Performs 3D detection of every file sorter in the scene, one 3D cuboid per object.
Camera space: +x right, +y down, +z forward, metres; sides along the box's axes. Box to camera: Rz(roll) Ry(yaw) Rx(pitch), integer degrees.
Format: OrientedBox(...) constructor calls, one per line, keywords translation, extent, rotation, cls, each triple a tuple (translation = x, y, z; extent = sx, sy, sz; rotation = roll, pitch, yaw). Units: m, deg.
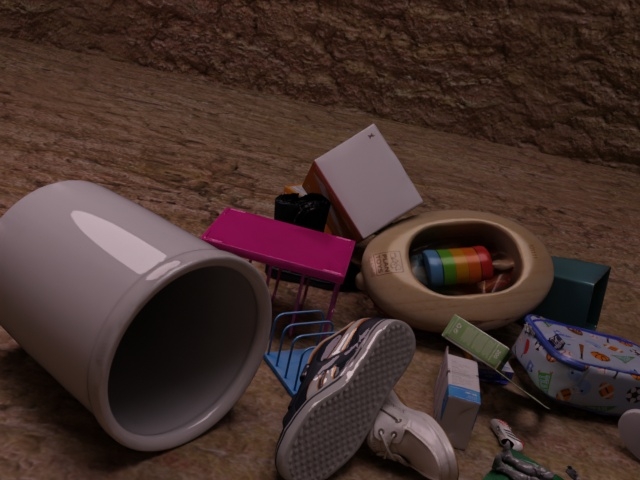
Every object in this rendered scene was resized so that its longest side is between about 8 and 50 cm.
OrientedBox(translation=(-0.098, 0.077, 1.610), extent=(0.291, 0.182, 0.202), rotation=(15, 22, 3), cls="file sorter")
OrientedBox(translation=(-0.012, 0.216, 1.432), extent=(0.118, 0.104, 0.170), rotation=(-2, 27, -30), cls="file sorter")

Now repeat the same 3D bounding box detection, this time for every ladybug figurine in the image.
OrientedBox(translation=(0.295, 0.083, 1.742), extent=(0.450, 0.162, 0.305), rotation=(-1, 57, -8), cls="ladybug figurine")

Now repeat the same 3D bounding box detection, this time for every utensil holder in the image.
OrientedBox(translation=(-0.324, 0.101, 1.264), extent=(0.385, 0.327, 0.328), rotation=(28, 27, 36), cls="utensil holder")

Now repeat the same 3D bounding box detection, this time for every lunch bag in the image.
OrientedBox(translation=(0.554, 0.253, 1.599), extent=(0.303, 0.115, 0.243), rotation=(16, 18, -9), cls="lunch bag")

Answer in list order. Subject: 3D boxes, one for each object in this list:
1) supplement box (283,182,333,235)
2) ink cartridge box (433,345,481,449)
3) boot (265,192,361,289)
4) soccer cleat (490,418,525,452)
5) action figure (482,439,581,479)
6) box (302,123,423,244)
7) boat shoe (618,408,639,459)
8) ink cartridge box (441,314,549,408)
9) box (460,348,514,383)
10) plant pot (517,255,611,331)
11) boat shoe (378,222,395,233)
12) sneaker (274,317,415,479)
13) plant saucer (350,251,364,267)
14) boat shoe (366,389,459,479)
OrientedBox(translation=(-0.011, -0.082, 2.162), extent=(0.080, 0.078, 0.233), rotation=(-10, 31, -37), cls="supplement box")
OrientedBox(translation=(0.248, 0.282, 1.411), extent=(0.060, 0.104, 0.180), rotation=(14, 23, 3), cls="ink cartridge box")
OrientedBox(translation=(0.000, 0.000, 1.809), extent=(0.247, 0.207, 0.094), rotation=(10, 23, -8), cls="boot")
OrientedBox(translation=(0.331, 0.352, 1.392), extent=(0.036, 0.029, 0.083), rotation=(1, 30, -35), cls="soccer cleat")
OrientedBox(translation=(0.392, 0.411, 1.251), extent=(0.232, 0.063, 0.137), rotation=(26, 25, 24), cls="action figure")
OrientedBox(translation=(0.091, -0.116, 1.887), extent=(0.168, 0.215, 0.345), rotation=(-32, -2, -8), cls="box")
OrientedBox(translation=(0.679, 0.387, 1.408), extent=(0.268, 0.096, 0.088), rotation=(25, 22, 24), cls="boat shoe")
OrientedBox(translation=(0.353, 0.235, 1.494), extent=(0.235, 0.056, 0.171), rotation=(33, 0, 20), cls="ink cartridge box")
OrientedBox(translation=(0.352, 0.254, 1.630), extent=(0.081, 0.028, 0.136), rotation=(8, 21, -11), cls="box")
OrientedBox(translation=(0.549, 0.126, 1.866), extent=(0.234, 0.165, 0.165), rotation=(18, 22, 29), cls="plant pot")
OrientedBox(translation=(0.154, -0.043, 2.203), extent=(0.133, 0.042, 0.049), rotation=(12, 25, 3), cls="boat shoe")
OrientedBox(translation=(0.023, 0.257, 1.265), extent=(0.321, 0.126, 0.127), rotation=(-46, 26, -27), cls="sneaker")
OrientedBox(translation=(0.110, 0.053, 1.988), extent=(0.083, 0.015, 0.083), rotation=(10, 23, -4), cls="plant saucer")
OrientedBox(translation=(0.121, 0.323, 1.270), extent=(0.096, 0.098, 0.277), rotation=(-12, 17, -23), cls="boat shoe")
